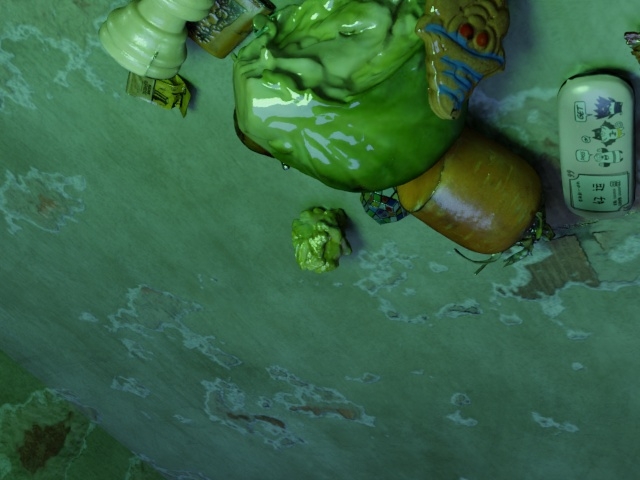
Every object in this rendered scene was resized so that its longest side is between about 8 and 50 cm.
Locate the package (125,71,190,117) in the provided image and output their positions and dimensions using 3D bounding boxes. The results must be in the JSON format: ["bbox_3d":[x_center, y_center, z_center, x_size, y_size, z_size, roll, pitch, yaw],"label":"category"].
[{"bbox_3d":[-0.313,-0.299,1.570,0.131,0.047,0.071,21,140,-3],"label":"package"}]

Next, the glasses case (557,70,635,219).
[{"bbox_3d":[0.470,-0.153,1.357,0.122,0.075,0.314,5,139,24],"label":"glasses case"}]

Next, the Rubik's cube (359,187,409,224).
[{"bbox_3d":[0.132,-0.085,1.582,0.111,0.111,0.093,17,169,5],"label":"Rubik's cube"}]

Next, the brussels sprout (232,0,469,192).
[{"bbox_3d":[0.050,-0.225,1.278,0.372,0.275,0.314,-9,137,-4],"label":"brussels sprout"}]

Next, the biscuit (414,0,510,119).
[{"bbox_3d":[0.215,-0.312,1.153,0.183,0.280,0.043,5,-165,-40],"label":"biscuit"}]

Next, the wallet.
[{"bbox_3d":[-0.203,-0.415,1.383,0.195,0.042,0.161,38,139,-20],"label":"wallet"}]

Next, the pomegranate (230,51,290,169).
[{"bbox_3d":[-0.092,-0.247,1.452,0.156,0.156,0.220,-2,132,27],"label":"pomegranate"}]

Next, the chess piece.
[{"bbox_3d":[-0.237,-0.408,1.301,0.138,0.124,0.307,53,133,8],"label":"chess piece"}]

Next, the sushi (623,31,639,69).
[{"bbox_3d":[0.608,-0.237,1.164,0.332,0.130,0.124,23,138,-11],"label":"sushi"}]

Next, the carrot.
[{"bbox_3d":[0.286,-0.075,1.433,0.331,0.214,0.193,27,144,-12],"label":"carrot"}]

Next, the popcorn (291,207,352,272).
[{"bbox_3d":[0.000,0.000,1.707,0.126,0.145,0.125,-14,125,27],"label":"popcorn"}]

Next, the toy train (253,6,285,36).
[{"bbox_3d":[-0.070,-0.368,1.368,0.083,0.033,0.053,-25,146,30],"label":"toy train"}]
